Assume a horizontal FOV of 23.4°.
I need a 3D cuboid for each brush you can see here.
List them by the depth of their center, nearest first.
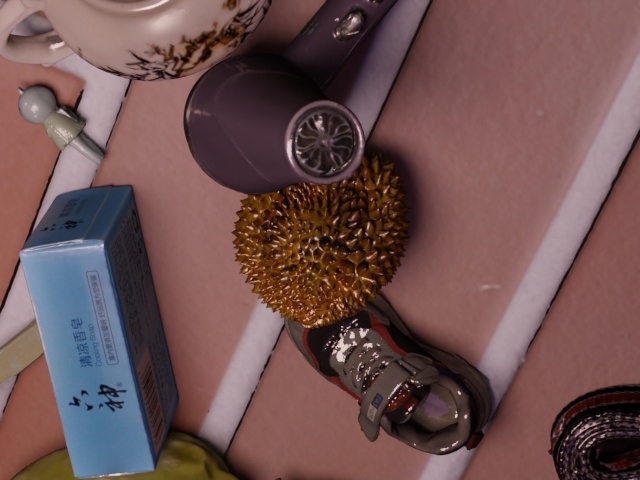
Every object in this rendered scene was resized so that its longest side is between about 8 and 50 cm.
[{"bbox_3d":[-0.316,0.130,1.461,0.178,0.030,0.033,-39,97,-25],"label":"brush"}]

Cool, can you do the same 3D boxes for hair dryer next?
[{"bbox_3d":[0.036,-0.186,1.257,0.121,0.301,0.361,40,85,-18],"label":"hair dryer"}]

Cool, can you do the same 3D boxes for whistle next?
[{"bbox_3d":[-0.237,-0.105,1.400,0.100,0.035,0.035,41,109,-13],"label":"whistle"}]

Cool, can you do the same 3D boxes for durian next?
[{"bbox_3d":[0.000,0.000,1.364,0.158,0.168,0.137,-20,136,36],"label":"durian"}]

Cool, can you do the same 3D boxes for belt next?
[{"bbox_3d":[0.390,0.165,1.428,0.360,0.094,0.126,-15,111,11],"label":"belt"}]

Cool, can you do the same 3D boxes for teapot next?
[{"bbox_3d":[-0.149,-0.229,1.290,0.300,0.166,0.208,-22,87,20],"label":"teapot"}]

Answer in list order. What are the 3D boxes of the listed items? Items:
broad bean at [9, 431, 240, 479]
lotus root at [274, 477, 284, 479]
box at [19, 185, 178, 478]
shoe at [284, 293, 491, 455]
[{"bbox_3d":[-0.203,0.296,1.515,0.291,0.119,0.238,-39,113,20],"label":"broad bean"},{"bbox_3d":[0.042,0.356,1.508,0.146,0.131,0.303,-36,108,12],"label":"lotus root"},{"bbox_3d":[-0.198,0.083,1.414,0.083,0.142,0.232,-8,111,8],"label":"box"},{"bbox_3d":[0.060,0.134,1.425,0.227,0.125,0.099,33,113,-10],"label":"shoe"}]
